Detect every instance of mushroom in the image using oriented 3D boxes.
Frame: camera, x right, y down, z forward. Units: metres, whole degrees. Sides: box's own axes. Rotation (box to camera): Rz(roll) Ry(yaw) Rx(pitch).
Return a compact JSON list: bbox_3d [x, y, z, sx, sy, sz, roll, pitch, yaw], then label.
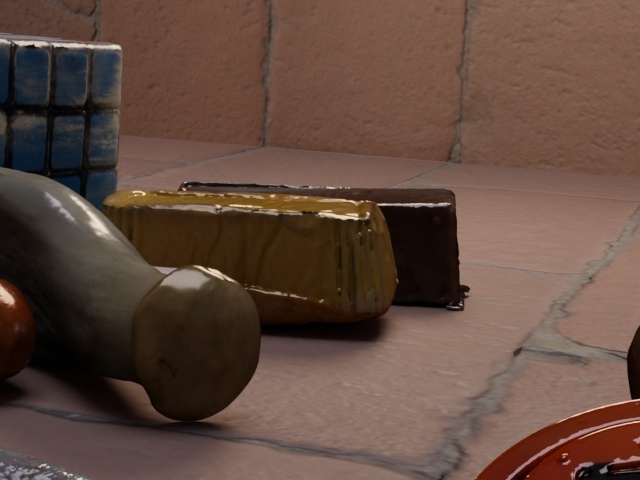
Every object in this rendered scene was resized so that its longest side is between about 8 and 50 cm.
[{"bbox_3d":[-0.178,0.038,1.116,0.328,0.159,0.122,18,61,49],"label":"mushroom"}]

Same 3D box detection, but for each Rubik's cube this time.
[{"bbox_3d":[-0.366,-0.078,1.422,0.253,0.256,0.259,8,10,27],"label":"Rubik's cube"}]

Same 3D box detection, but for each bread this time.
[{"bbox_3d":[-0.071,0.015,1.377,0.288,0.119,0.152,3,12,5],"label":"bread"}]

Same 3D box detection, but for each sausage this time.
[{"bbox_3d":[-0.275,0.065,1.107,0.089,0.089,0.179,-5,3,-41],"label":"sausage"}]

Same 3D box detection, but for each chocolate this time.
[{"bbox_3d":[0.000,0.000,1.518,0.321,0.112,0.112,3,12,2],"label":"chocolate"}]

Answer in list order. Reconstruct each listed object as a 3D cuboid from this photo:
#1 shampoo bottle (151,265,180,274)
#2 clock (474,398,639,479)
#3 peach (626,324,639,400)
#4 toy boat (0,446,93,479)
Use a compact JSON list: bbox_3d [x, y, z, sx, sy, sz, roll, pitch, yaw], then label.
[{"bbox_3d":[-0.143,0.053,1.268,0.099,0.072,0.043,3,41,1],"label":"shampoo bottle"},{"bbox_3d":[0.151,0.139,0.656,0.205,0.051,0.205,-12,30,7],"label":"clock"},{"bbox_3d":[0.285,0.086,0.811,0.214,0.214,0.235,10,5,39],"label":"peach"},{"bbox_3d":[-0.217,0.126,0.736,0.227,0.085,0.155,6,10,16],"label":"toy boat"}]
